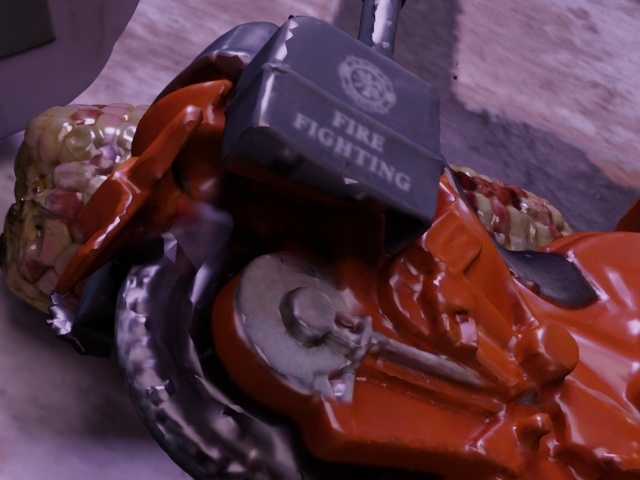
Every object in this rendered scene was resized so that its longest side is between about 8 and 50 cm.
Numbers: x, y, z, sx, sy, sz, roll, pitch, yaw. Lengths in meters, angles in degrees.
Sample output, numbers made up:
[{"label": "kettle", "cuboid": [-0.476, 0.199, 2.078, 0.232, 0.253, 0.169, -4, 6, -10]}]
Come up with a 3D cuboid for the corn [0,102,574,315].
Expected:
[{"label": "corn", "cuboid": [0.000, 0.000, 0.590, 0.253, 0.086, 0.086, 8, 44, -25]}]

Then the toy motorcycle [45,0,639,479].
[{"label": "toy motorcycle", "cuboid": [0.077, 0.029, 0.495, 0.325, 0.148, 0.221, 27, 45, -20]}]

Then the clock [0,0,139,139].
[{"label": "clock", "cuboid": [-0.199, -0.172, 0.608, 0.188, 0.189, 0.254, -11, 41, -37]}]
